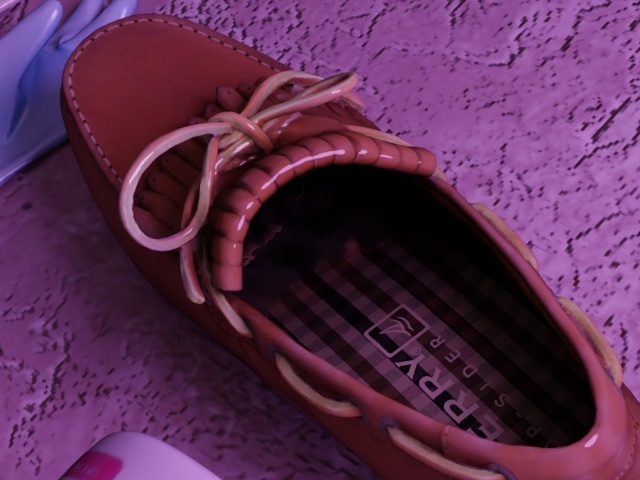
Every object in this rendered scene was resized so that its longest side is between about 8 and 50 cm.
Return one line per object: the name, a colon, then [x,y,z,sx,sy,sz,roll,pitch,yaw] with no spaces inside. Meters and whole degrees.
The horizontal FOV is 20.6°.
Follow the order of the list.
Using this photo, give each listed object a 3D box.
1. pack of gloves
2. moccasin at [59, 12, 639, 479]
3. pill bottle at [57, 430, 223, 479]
pack of gloves: [-0.220,-0.098,0.989,0.232,0.046,0.195,-41,53,-17]
moccasin: [-0.003,0.002,0.772,0.139,0.147,0.380,-32,50,-10]
pill bottle: [-0.114,0.218,0.621,0.160,0.160,0.283,31,65,34]
